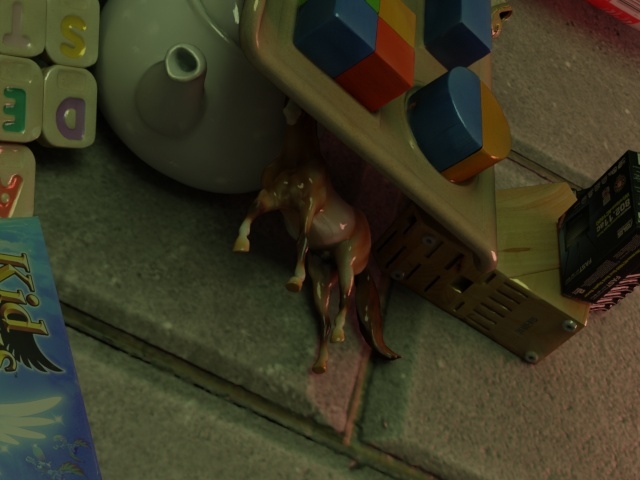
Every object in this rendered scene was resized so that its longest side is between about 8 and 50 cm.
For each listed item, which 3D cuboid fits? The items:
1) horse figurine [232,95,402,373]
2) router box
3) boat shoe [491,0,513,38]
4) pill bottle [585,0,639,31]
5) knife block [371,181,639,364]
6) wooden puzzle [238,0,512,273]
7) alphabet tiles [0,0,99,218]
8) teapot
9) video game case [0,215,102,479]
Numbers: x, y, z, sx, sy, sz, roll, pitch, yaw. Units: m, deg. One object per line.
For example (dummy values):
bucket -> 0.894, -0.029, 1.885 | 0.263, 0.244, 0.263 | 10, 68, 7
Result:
horse figurine -> 0.000, 0.000, 0.983 | 0.263, 0.066, 0.174 | 57, 34, -42
router box -> 0.269, -0.011, 1.051 | 0.038, 0.122, 0.092 | 17, 51, -16
boat shoe -> 0.196, -0.260, 1.355 | 0.045, 0.050, 0.135 | 36, 47, 3
pill bottle -> 0.327, -0.449, 1.449 | 0.408, 0.229, 0.229 | 26, 48, -13
knife block -> 0.212, -0.010, 1.161 | 0.276, 0.088, 0.242 | 31, 47, -8
wooden puzzle -> 0.076, -0.186, 1.002 | 0.348, 0.080, 0.322 | 42, 37, -33
alphabet tiles -> -0.287, -0.150, 0.875 | 0.284, 0.021, 0.278 | 1, 93, -50
teapot -> -0.073, -0.182, 1.030 | 0.253, 0.187, 0.256 | 8, 51, -34
video game case -> -0.293, 0.110, 0.788 | 0.244, 0.061, 0.269 | -2, 59, -33
